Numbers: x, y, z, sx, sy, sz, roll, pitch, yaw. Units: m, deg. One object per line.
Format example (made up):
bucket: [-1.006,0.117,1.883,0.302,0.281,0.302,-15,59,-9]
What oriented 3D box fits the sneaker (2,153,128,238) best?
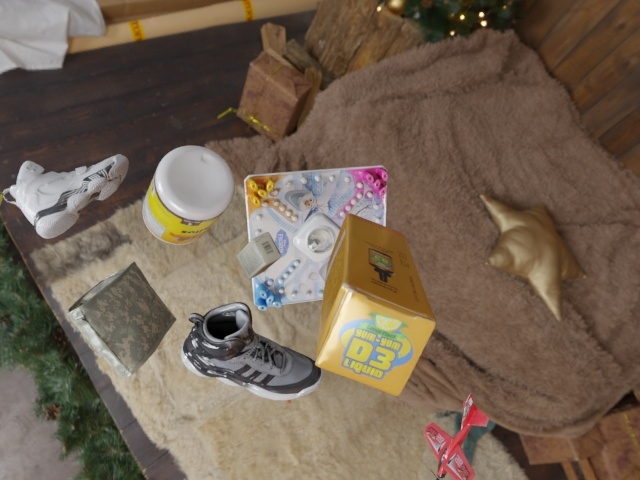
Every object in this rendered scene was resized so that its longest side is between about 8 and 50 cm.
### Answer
sneaker: [-0.806,-0.193,1.536,0.210,0.137,0.366,39,63,0]

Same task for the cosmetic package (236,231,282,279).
cosmetic package: [-0.126,0.032,0.976,0.041,0.115,0.060,-26,85,-31]

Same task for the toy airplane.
toy airplane: [0.209,0.304,0.739,0.028,0.151,0.151,22,57,-13]

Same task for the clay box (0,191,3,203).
clay box: [-0.423,-0.034,0.489,0.127,0.222,0.053,21,72,-41]

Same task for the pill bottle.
pill bottle: [-0.224,-0.062,0.792,0.117,0.215,0.117,8,73,-25]

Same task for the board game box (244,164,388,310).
board game box: [0.000,0.000,1.336,0.390,0.389,0.050,-6,22,-11]

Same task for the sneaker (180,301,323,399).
sneaker: [-0.116,0.198,0.863,0.269,0.153,0.101,15,46,-4]

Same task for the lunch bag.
lunch bag: [-0.572,0.233,1.367,0.235,0.169,0.287,59,11,-14]

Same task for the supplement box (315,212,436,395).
supplement box: [0.046,0.044,0.464,0.078,0.080,0.233,22,15,-2]
